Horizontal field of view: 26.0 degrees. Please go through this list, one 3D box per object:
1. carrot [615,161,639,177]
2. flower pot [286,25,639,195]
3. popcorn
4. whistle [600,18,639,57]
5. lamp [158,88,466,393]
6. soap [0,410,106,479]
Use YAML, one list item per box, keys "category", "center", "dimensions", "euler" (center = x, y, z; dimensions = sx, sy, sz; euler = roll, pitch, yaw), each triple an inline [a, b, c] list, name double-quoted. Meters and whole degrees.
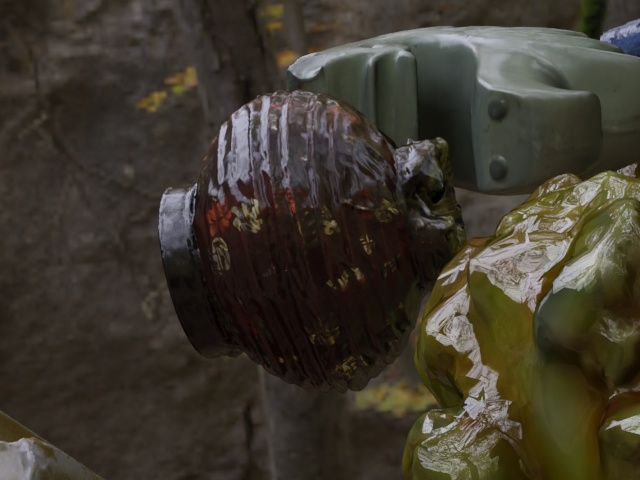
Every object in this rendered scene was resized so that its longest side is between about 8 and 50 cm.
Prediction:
- category: "carrot"
  center: [0.390, -0.036, 1.690]
  dimensions: [0.082, 0.173, 0.082]
  euler: [7, -16, 2]
- category: "flower pot"
  center: [0.152, -0.125, 1.373]
  dimensions: [0.367, 0.165, 0.254]
  euler: [9, 17, 43]
- category: "popcorn"
  center: [0.202, 0.084, 0.641]
  dimensions: [0.325, 0.321, 0.290]
  euler: [5, -51, 16]
- category: "whistle"
  center: [0.393, -0.217, 1.423]
  dimensions: [0.062, 0.062, 0.304]
  euler: [-1, -2, -22]
- category: "lamp"
  center: [0.000, 0.000, 1.067]
  dimensions: [0.247, 0.247, 0.247]
  euler: [-7, -15, -2]
- category: "soap"
  center: [-0.271, 0.303, 1.114]
  dimensions: [0.156, 0.293, 0.335]
  euler: [28, -16, 27]
